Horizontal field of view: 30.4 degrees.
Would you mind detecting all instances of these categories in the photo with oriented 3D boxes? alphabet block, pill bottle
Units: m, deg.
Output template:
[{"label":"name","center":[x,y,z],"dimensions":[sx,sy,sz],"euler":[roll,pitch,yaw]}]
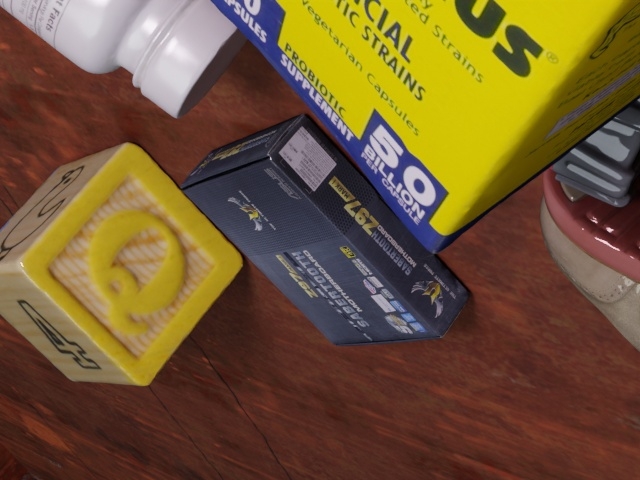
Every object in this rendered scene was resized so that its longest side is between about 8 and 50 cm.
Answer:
[{"label":"alphabet block","center":[-0.239,0.031,1.292],"dimensions":[0.193,0.192,0.197],"euler":[46,152,-21]},{"label":"pill bottle","center":[-0.166,-0.201,0.881],"dimensions":[0.229,0.131,0.131],"euler":[38,154,-1]}]

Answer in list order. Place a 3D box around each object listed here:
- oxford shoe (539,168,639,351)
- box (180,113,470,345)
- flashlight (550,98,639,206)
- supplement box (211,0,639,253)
[{"label":"oxford shoe","center":[0.288,0.058,0.749],"dimensions":[0.348,0.123,0.130],"euler":[43,162,21]},{"label":"box","center":[0.000,0.000,1.082],"dimensions":[0.232,0.059,0.183],"euler":[47,154,-18]},{"label":"flashlight","center":[0.073,-0.130,0.725],"dimensions":[0.304,0.103,0.103],"euler":[29,154,16]},{"label":"supplement box","center":[0.097,-0.180,0.464],"dimensions":[0.194,0.195,0.356],"euler":[49,156,11]}]
